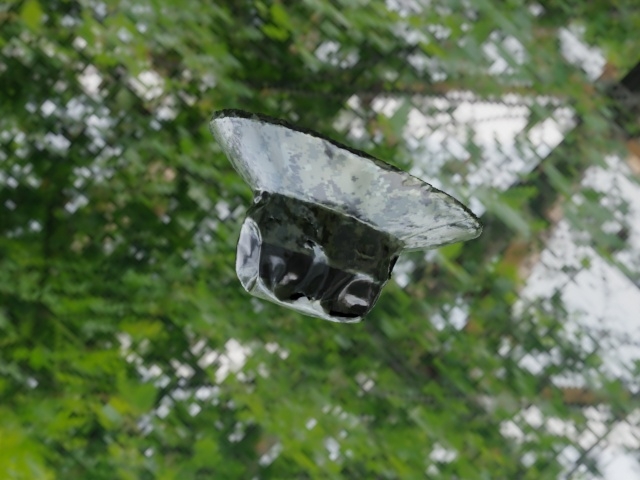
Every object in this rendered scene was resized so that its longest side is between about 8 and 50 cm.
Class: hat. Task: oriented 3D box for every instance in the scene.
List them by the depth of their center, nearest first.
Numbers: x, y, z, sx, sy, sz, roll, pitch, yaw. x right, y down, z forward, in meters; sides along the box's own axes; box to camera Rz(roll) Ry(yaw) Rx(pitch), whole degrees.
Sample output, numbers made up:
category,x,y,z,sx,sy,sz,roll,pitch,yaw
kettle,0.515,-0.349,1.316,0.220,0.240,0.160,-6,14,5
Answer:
category,x,y,z,sx,sy,sz,roll,pitch,yaw
hat,0.000,0.000,1.225,0.265,0.128,0.265,22,175,2
